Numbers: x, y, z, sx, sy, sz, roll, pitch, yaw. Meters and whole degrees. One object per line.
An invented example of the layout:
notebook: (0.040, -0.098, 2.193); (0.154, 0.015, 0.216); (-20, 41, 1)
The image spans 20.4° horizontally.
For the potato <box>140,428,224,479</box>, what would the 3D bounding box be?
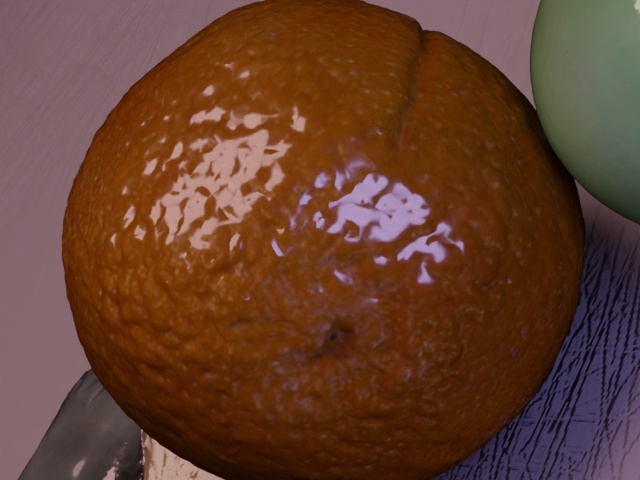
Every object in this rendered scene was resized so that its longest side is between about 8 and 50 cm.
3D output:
potato: (-0.075, 0.126, 1.319); (0.098, 0.138, 0.243); (-14, 61, 16)

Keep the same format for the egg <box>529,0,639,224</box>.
egg: (0.249, -0.112, 0.989); (0.269, 0.220, 0.220); (-16, 39, 21)

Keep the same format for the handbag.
handbag: (-0.206, 0.235, 1.445); (0.191, 0.075, 0.332); (-8, 46, 50)

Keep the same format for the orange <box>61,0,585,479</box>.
orange: (0.000, 0.000, 1.128); (0.322, 0.322, 0.357); (-48, 11, 7)
